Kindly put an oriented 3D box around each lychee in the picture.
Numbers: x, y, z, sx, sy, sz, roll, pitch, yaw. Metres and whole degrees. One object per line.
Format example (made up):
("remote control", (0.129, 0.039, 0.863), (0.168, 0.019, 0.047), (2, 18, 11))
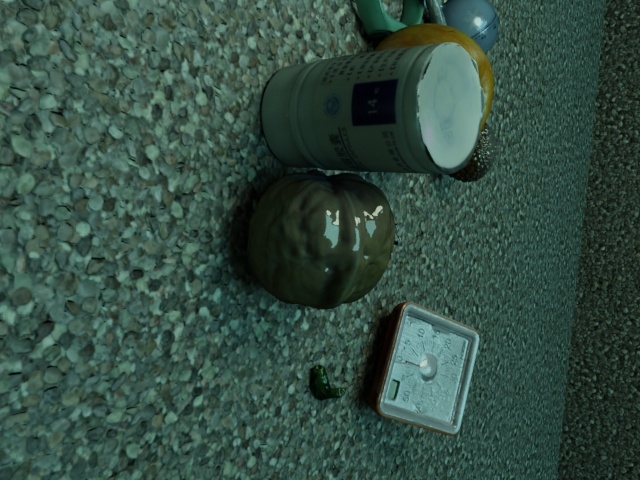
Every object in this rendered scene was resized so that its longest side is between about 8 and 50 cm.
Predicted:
("lychee", (0.364, -0.238, 1.431), (0.165, 0.197, 0.165), (-11, 129, -14))

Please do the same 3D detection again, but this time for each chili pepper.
("chili pepper", (0.013, 0.299, 1.138), (0.055, 0.035, 0.118), (-49, 128, -14))

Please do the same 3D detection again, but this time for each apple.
("apple", (0.217, -0.293, 1.143), (0.286, 0.233, 0.286), (-26, 127, -41))

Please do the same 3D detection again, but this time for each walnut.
("walnut", (0.001, 0.001, 0.929), (0.248, 0.248, 0.248), (-9, 102, -51))

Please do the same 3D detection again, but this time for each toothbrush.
("toothbrush", (0.227, -0.559, 1.215), (0.042, 0.035, 0.413), (-45, 129, -20))

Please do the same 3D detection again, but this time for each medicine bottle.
("medicine bottle", (0.072, -0.207, 0.917), (0.190, 0.332, 0.189), (-10, 103, -46))

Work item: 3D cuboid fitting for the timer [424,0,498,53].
("timer", (0.318, -0.550, 1.356), (0.255, 0.175, 0.175), (54, 48, -3))

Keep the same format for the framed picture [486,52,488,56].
("framed picture", (0.390, -0.450, 1.452), (0.011, 0.142, 0.183), (24, 72, -14))

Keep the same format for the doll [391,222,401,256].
("doll", (0.111, 0.008, 1.202), (0.219, 0.067, 0.091), (-22, 109, -55))

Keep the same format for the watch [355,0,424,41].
("watch", (0.145, -0.517, 1.176), (0.237, 0.068, 0.195), (-10, 101, -52))

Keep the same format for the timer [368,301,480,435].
("timer", (0.222, 0.294, 1.311), (0.250, 0.161, 0.257), (30, 71, -41))
